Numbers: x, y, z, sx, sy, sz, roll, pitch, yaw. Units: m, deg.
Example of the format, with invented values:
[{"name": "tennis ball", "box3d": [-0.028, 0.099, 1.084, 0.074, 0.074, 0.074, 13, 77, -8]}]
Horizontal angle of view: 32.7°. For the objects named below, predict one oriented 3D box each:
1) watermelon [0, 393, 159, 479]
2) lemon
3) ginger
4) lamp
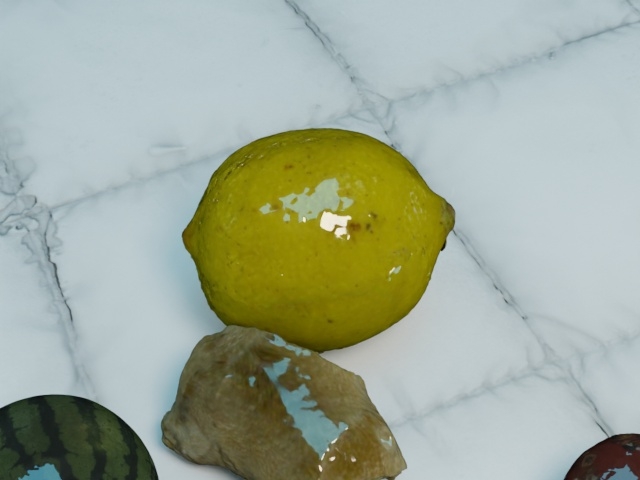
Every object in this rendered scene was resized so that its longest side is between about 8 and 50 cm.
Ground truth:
[{"name": "watermelon", "box3d": [-0.259, 0.252, 1.052, 0.212, 0.212, 0.212, 0, 49, -1]}, {"name": "lemon", "box3d": [0.000, 0.000, 1.242, 0.310, 0.258, 0.258, -9, 49, 3]}, {"name": "ginger", "box3d": [-0.047, 0.212, 1.144, 0.275, 0.130, 0.221, 6, 69, 19]}, {"name": "lamp", "box3d": [0.304, 0.269, 1.098, 0.157, 0.156, 0.135, 1, 5, -12]}]
